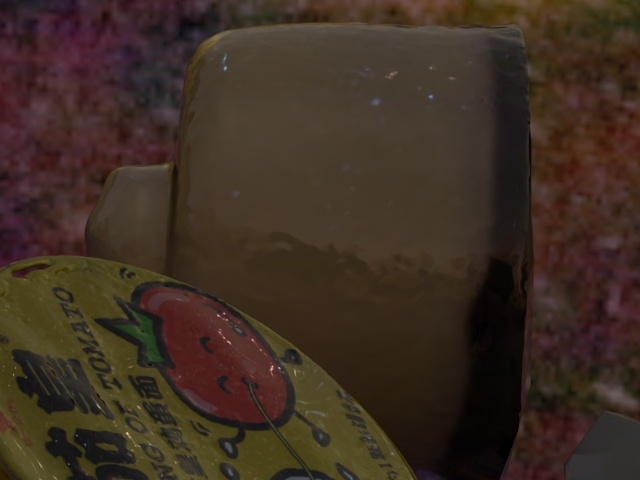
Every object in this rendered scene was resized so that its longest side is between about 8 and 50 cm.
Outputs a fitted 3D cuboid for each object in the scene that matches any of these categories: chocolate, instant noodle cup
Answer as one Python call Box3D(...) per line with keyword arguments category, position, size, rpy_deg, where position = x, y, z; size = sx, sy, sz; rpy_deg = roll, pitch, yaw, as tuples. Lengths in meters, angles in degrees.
Box3D(category="chocolate", position=(0.000, 0.000, 1.161), size=(0.297, 0.314, 0.326), rpy_deg=(3, -21, 7))
Box3D(category="instant noodle cup", position=(-0.070, 0.117, 0.570), size=(0.182, 0.144, 0.182), rpy_deg=(28, 24, -13))

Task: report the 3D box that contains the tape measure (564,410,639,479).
Box3D(category="tape measure", position=(0.277, 0.269, 1.196), size=(0.262, 0.138, 0.259), rpy_deg=(18, 27, 9))
